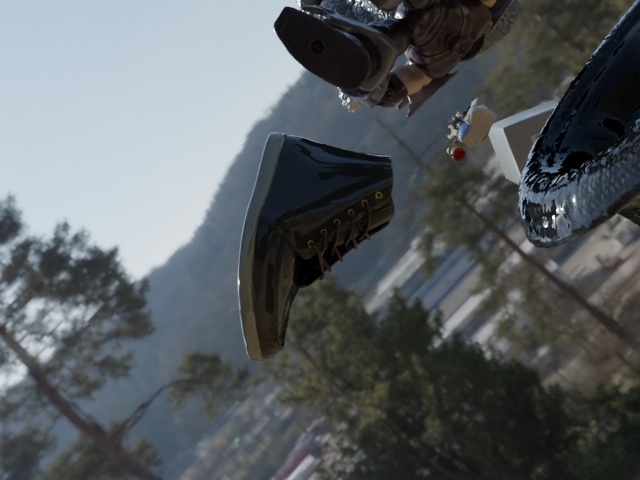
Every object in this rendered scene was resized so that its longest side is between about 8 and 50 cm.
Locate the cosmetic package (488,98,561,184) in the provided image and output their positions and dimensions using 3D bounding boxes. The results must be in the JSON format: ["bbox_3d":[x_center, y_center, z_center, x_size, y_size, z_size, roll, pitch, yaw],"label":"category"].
[{"bbox_3d":[0.334,-0.150,1.493,0.127,0.107,0.238,-21,3,8],"label":"cosmetic package"}]

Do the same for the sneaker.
[{"bbox_3d":[0.000,0.000,0.817,0.083,0.118,0.222,89,-172,-55],"label":"sneaker"}]

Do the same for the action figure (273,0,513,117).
[{"bbox_3d":[0.069,-0.181,0.779,0.185,0.099,0.285,-61,-20,18],"label":"action figure"}]

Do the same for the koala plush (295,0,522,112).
[{"bbox_3d":[0.068,-0.270,1.129,0.203,0.196,0.221,-19,-8,-47],"label":"koala plush"}]

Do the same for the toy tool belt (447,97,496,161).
[{"bbox_3d":[0.199,-0.151,1.343,0.083,0.052,0.051,-55,30,15],"label":"toy tool belt"}]

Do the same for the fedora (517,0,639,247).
[{"bbox_3d":[0.272,-0.095,0.581,0.334,0.152,0.334,-53,4,6],"label":"fedora"}]
